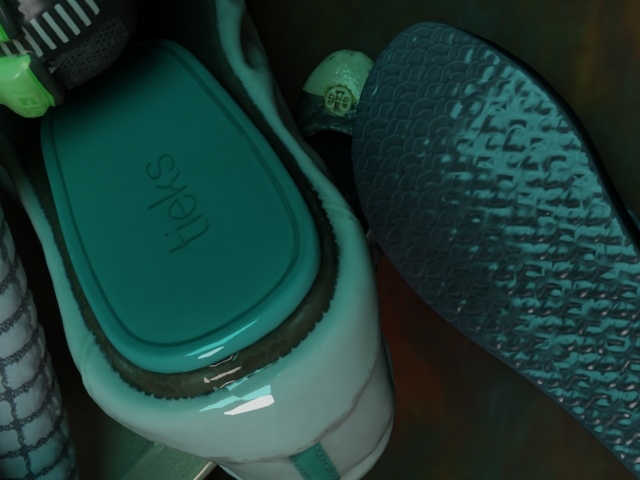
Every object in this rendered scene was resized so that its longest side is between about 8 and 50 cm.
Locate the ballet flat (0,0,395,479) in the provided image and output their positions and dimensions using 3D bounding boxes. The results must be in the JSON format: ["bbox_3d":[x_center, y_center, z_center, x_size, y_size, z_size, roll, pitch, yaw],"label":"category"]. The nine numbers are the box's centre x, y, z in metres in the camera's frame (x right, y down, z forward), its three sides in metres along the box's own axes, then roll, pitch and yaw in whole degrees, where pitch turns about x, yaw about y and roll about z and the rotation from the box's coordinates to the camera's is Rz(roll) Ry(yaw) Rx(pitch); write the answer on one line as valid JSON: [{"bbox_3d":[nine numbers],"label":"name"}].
[{"bbox_3d":[-0.069,-0.052,0.555,0.139,0.139,0.400,-37,45,12],"label":"ballet flat"}]

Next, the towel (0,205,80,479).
[{"bbox_3d":[-0.247,0.019,0.516,0.283,0.235,0.121,15,49,21],"label":"towel"}]

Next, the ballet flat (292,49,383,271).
[{"bbox_3d":[0.000,0.000,0.586,0.057,0.049,0.173,10,88,19],"label":"ballet flat"}]

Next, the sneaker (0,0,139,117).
[{"bbox_3d":[-0.071,-0.272,0.518,0.202,0.185,0.483,1,64,7],"label":"sneaker"}]

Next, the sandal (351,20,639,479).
[{"bbox_3d":[0.106,0.020,0.554,0.097,0.054,0.254,-42,83,18],"label":"sandal"}]

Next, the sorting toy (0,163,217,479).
[{"bbox_3d":[-0.149,0.092,0.632,0.348,0.047,0.196,46,105,18],"label":"sorting toy"}]
